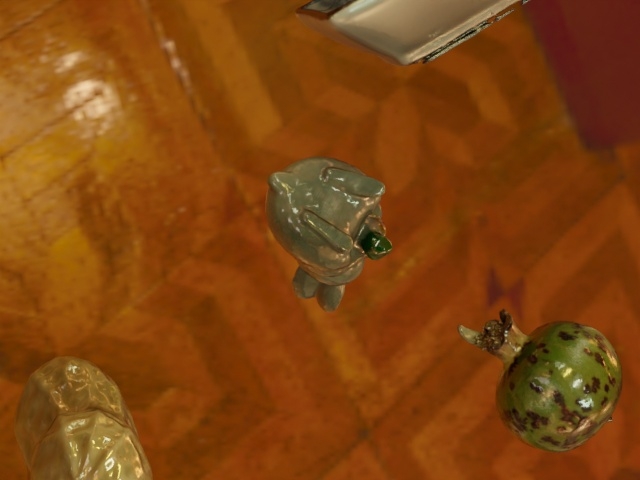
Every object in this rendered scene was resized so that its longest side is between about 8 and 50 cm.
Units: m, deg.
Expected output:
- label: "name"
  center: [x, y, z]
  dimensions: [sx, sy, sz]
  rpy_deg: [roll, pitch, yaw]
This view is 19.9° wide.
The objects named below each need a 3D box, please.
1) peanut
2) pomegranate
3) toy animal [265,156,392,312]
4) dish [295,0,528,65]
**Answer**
- label: "peanut"
  center: [-0.222, 0.217, 1.705]
  dimensions: [0.110, 0.233, 0.196]
  rpy_deg: [-5, 122, -15]
- label: "pomegranate"
  center: [0.193, 0.115, 1.599]
  dimensions: [0.161, 0.122, 0.122]
  rpy_deg: [38, 56, 1]
- label: "toy animal"
  center: [0.005, -0.009, 1.850]
  dimensions: [0.138, 0.236, 0.108]
  rpy_deg: [29, 77, 3]
- label: "dish"
  center: [0.111, -0.207, 1.434]
  dimensions: [0.243, 0.182, 0.080]
  rpy_deg: [-30, 102, -4]
